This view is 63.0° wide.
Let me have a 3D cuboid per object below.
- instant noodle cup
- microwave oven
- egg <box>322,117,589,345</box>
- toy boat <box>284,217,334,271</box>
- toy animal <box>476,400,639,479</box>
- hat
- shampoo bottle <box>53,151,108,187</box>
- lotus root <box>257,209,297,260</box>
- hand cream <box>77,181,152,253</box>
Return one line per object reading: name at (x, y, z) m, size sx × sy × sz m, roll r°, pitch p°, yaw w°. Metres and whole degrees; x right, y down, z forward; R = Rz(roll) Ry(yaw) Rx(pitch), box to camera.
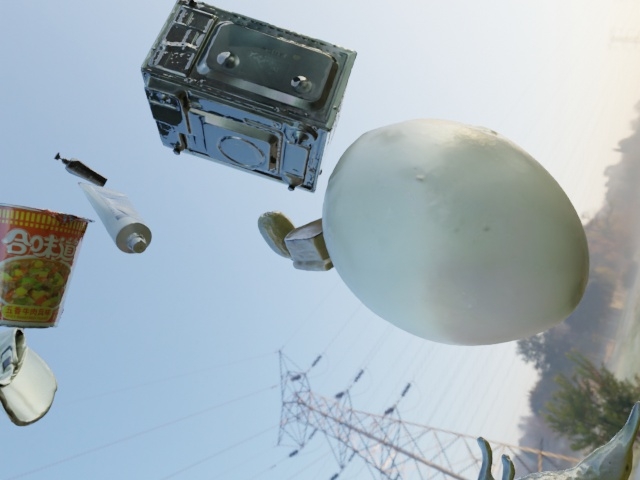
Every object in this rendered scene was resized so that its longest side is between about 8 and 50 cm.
instant noodle cup at (-0.535, 0.050, 0.966) m, size 0.193 × 0.193 × 0.212 m, roll 18°, pitch -102°, yaw -60°
microwave oven at (-0.158, -0.298, 1.181) m, size 0.333 × 0.394 × 0.247 m, roll 107°, pitch 180°, yaw -69°
egg at (0.166, -0.008, 0.679) m, size 0.283 × 0.345 × 0.283 m, roll -26°, pitch -49°, yaw -34°
toy boat at (0.000, 0.000, 0.915) m, size 0.116 × 0.188 × 0.061 m, roll -32°, pitch -78°, yaw -22°
toy animal at (0.145, 0.162, 0.329) m, size 0.219 × 0.095 × 0.155 m, roll -156°, pitch 89°, yaw -84°
hat at (-0.692, 0.281, 1.058) m, size 0.168 × 0.301 × 0.258 m, roll -51°, pitch -17°, yaw -3°
shampoo bottle at (-0.633, -0.186, 1.378) m, size 0.137 × 0.027 × 0.048 m, roll 33°, pitch -63°, yaw -33°
lotus root at (-0.099, -0.005, 1.389) m, size 0.183 × 0.090 × 0.077 m, roll 59°, pitch -139°, yaw -39°
hand cream at (-0.478, -0.058, 1.234) m, size 0.124 × 0.341 × 0.078 m, roll 13°, pitch -73°, yaw -41°
